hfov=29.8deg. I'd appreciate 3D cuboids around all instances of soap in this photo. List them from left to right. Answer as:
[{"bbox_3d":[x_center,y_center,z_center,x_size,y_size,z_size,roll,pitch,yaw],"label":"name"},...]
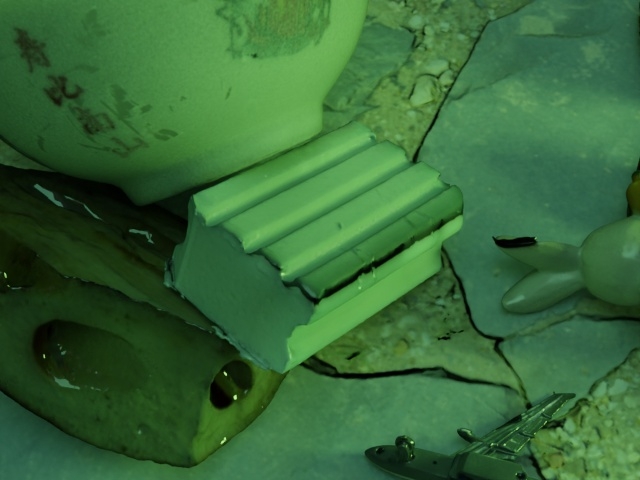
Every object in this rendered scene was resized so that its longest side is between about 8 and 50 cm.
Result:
[{"bbox_3d":[0.000,0.000,1.017,0.150,0.094,0.261,35,37,21],"label":"soap"}]

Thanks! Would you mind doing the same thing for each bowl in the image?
[{"bbox_3d":[-0.115,-0.151,1.045,0.434,0.435,0.196,-24,98,-10],"label":"bowl"}]

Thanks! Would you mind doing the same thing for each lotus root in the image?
[{"bbox_3d":[-0.183,0.064,1.032,0.314,0.142,0.210,28,28,10],"label":"lotus root"}]

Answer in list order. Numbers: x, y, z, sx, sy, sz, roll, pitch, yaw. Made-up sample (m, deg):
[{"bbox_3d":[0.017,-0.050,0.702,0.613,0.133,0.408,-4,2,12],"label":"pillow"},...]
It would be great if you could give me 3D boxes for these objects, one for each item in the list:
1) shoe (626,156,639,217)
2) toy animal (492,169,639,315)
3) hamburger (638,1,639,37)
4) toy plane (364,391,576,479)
[{"bbox_3d":[0.328,-0.059,1.112,0.069,0.072,0.109,19,84,-3],"label":"shoe"},{"bbox_3d":[0.257,0.014,1.053,0.127,0.131,0.181,-17,27,-41],"label":"toy animal"},{"bbox_3d":[0.400,-0.221,1.168,0.177,0.113,0.185,25,67,14],"label":"hamburger"},{"bbox_3d":[0.145,0.203,0.992,0.226,0.058,0.226,19,50,10],"label":"toy plane"}]
